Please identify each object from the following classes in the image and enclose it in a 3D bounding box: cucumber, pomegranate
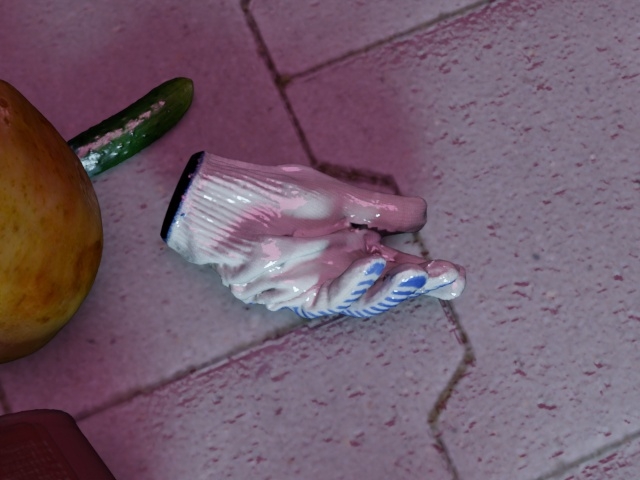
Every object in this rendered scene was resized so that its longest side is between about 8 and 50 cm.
[{"bbox_3d":[-0.157,-0.076,1.165,0.155,0.037,0.037,-34,81,-12],"label":"cucumber"},{"bbox_3d":[-0.254,-0.020,1.058,0.215,0.215,0.215,1,75,-5],"label":"pomegranate"}]

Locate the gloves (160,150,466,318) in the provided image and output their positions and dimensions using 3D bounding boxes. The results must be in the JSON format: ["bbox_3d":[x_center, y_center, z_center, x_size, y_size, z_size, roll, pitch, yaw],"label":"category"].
[{"bbox_3d":[-0.003,0.001,1.129,0.229,0.097,0.119,17,71,7],"label":"gloves"}]

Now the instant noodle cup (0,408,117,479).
[{"bbox_3d":[-0.199,0.231,0.994,0.234,0.235,0.178,-27,70,-11],"label":"instant noodle cup"}]
